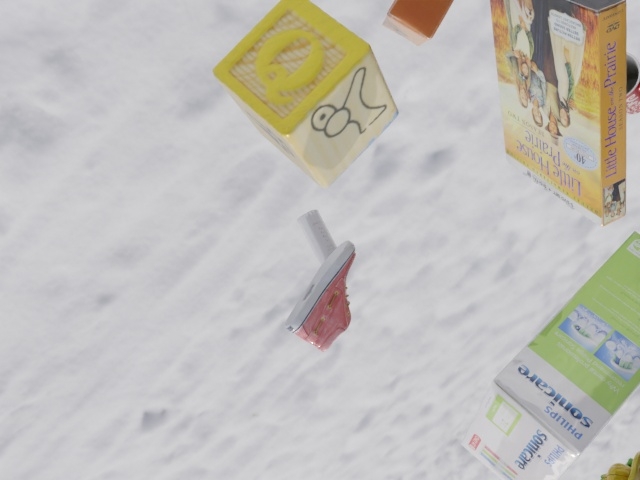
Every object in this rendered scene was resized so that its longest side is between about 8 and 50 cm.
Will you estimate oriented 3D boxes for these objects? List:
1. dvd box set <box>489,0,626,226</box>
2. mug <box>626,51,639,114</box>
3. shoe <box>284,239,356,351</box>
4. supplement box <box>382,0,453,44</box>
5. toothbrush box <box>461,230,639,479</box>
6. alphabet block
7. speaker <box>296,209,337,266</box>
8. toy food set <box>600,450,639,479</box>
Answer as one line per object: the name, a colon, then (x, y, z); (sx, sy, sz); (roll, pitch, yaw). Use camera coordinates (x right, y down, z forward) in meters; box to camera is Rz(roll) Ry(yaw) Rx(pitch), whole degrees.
dvd box set: (0.425, -0.266, 1.436); (0.062, 0.307, 0.420); (-25, 128, -11)
mug: (0.706, -0.341, 1.818); (0.113, 0.150, 0.169); (-50, 150, 18)
shoe: (0.022, 0.091, 1.291); (0.178, 0.081, 0.063); (-56, -168, -14)
supplement box: (0.150, -0.359, 1.252); (0.080, 0.078, 0.233); (-60, -176, 9)
toothbrush box: (0.319, 0.157, 0.964); (0.283, 0.122, 0.206); (-41, 157, -24)
alphabet block: (-0.018, -0.236, 1.268); (0.192, 0.193, 0.197); (-47, 153, -4)
speaker: (0.000, 0.000, 1.775); (0.055, 0.136, 0.055); (-27, 169, -6)
toy food set: (0.462, 0.401, 1.167); (0.218, 0.071, 0.128); (56, 42, -28)
